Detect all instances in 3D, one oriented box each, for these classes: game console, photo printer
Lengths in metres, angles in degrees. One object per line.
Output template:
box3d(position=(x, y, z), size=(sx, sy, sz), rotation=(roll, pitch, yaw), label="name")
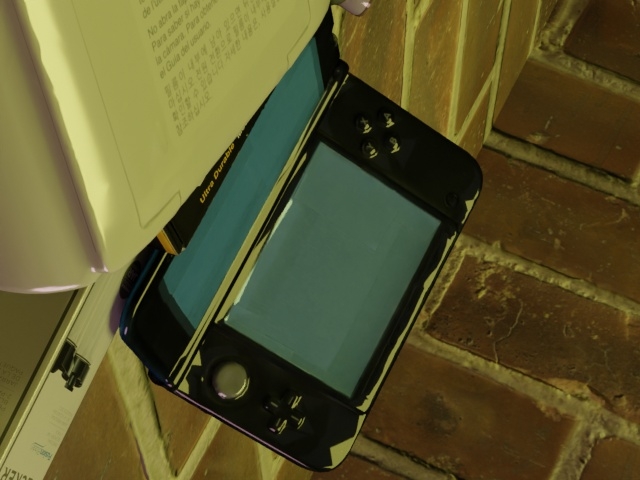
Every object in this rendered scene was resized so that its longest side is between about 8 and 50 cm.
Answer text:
box3d(position=(0.000, 0.000, 1.132), size=(0.293, 0.250, 0.173), rotation=(-62, -162, -13), label="game console")
box3d(position=(-0.103, -0.172, 0.612), size=(0.256, 0.107, 0.307), rotation=(-58, 145, -44), label="photo printer")

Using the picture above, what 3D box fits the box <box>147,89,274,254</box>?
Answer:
box3d(position=(-0.075, -0.192, 0.879), size=(0.322, 0.079, 0.257), rotation=(-63, 156, -25), label="box")

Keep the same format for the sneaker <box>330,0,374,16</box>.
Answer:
box3d(position=(-0.023, -0.212, 1.176), size=(0.192, 0.086, 0.064), rotation=(19, -92, 67), label="sneaker")

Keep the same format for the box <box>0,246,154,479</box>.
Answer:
box3d(position=(-0.216, 0.024, 1.001), size=(0.290, 0.169, 0.087), rotation=(-64, 167, -12), label="box")
